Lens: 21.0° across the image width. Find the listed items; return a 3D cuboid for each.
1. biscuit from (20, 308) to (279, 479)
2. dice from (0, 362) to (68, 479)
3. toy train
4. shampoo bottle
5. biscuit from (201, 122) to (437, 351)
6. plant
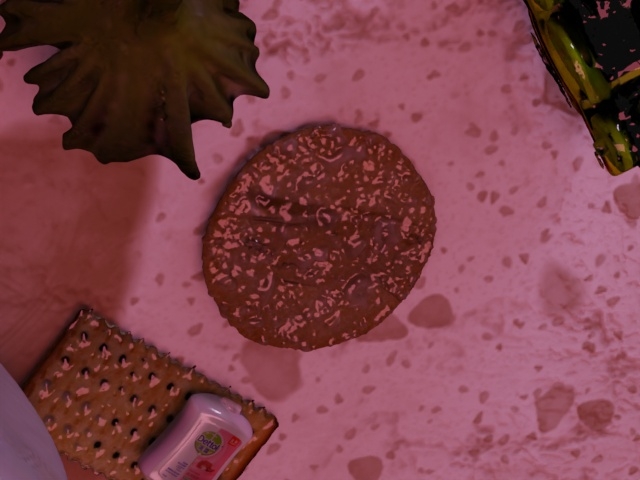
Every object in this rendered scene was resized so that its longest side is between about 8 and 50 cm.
[{"bbox_3d":[-0.158,0.161,1.553,0.231,0.016,0.139,32,102,-28],"label":"biscuit"},{"bbox_3d":[-0.389,0.175,1.321,0.277,0.304,0.304,-38,119,3],"label":"dice"},{"bbox_3d":[0.227,-0.182,1.438,0.100,0.160,0.296,-29,117,1],"label":"toy train"},{"bbox_3d":[-0.107,0.181,1.546,0.072,0.043,0.099,34,102,-30],"label":"shampoo bottle"},{"bbox_3d":[0.000,-0.001,1.520,0.220,0.033,0.220,-8,115,-16],"label":"biscuit"},{"bbox_3d":[-0.137,-0.138,1.237,0.251,0.333,0.180,21,93,-13],"label":"plant"}]
